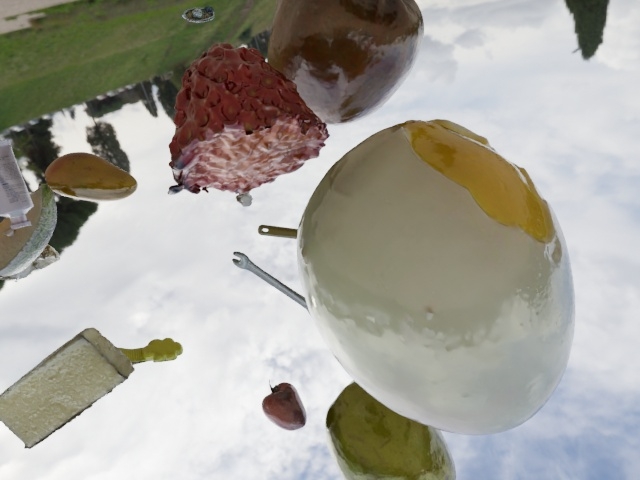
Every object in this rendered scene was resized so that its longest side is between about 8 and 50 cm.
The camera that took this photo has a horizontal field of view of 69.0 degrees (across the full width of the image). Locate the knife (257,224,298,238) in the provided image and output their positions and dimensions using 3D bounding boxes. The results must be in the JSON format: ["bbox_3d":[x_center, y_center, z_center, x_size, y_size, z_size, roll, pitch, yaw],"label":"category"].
[{"bbox_3d":[0.000,0.001,1.269,0.343,0.061,0.027,6,-175,-2],"label":"knife"}]

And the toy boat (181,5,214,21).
[{"bbox_3d":[-0.302,-0.560,1.151,0.083,0.038,0.038,-18,-152,-20],"label":"toy boat"}]

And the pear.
[{"bbox_3d":[0.151,0.456,1.056,0.253,0.253,0.307,-35,-103,-33],"label":"pear"}]

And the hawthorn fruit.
[{"bbox_3d":[0.028,-0.334,0.829,0.267,0.301,0.268,13,-129,-16],"label":"hawthorn fruit"}]

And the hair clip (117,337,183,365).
[{"bbox_3d":[-0.433,0.281,1.170,0.173,0.046,0.072,-4,-138,-24],"label":"hair clip"}]

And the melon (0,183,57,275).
[{"bbox_3d":[-0.565,-0.020,0.892,0.182,0.098,0.054,-38,-176,7],"label":"melon"}]

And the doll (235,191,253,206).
[{"bbox_3d":[-0.180,-0.102,1.117,0.040,0.058,0.085,-9,-138,-15],"label":"doll"}]

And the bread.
[{"bbox_3d":[-0.271,0.154,0.485,0.153,0.068,0.028,-37,-167,11],"label":"bread"}]

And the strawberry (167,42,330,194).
[{"bbox_3d":[-0.118,-0.173,0.655,0.233,0.178,0.234,-17,167,-4],"label":"strawberry"}]

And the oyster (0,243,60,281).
[{"bbox_3d":[-0.882,0.058,1.305,0.166,0.110,0.341,-21,178,30],"label":"oyster"}]

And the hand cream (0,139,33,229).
[{"bbox_3d":[-0.503,-0.088,0.743,0.053,0.142,0.084,-13,-167,8],"label":"hand cream"}]

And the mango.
[{"bbox_3d":[-0.666,-0.184,1.363,0.253,0.139,0.113,8,170,-9],"label":"mango"}]

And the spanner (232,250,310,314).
[{"bbox_3d":[-0.116,0.121,1.285,0.071,0.302,0.017,-49,-171,50],"label":"spanner"}]

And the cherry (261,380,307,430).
[{"bbox_3d":[-0.094,0.414,1.158,0.106,0.087,0.126,2,-127,-43],"label":"cherry"}]

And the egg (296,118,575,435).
[{"bbox_3d":[0.126,0.048,0.521,0.283,0.345,0.283,-26,175,-2],"label":"egg"}]
